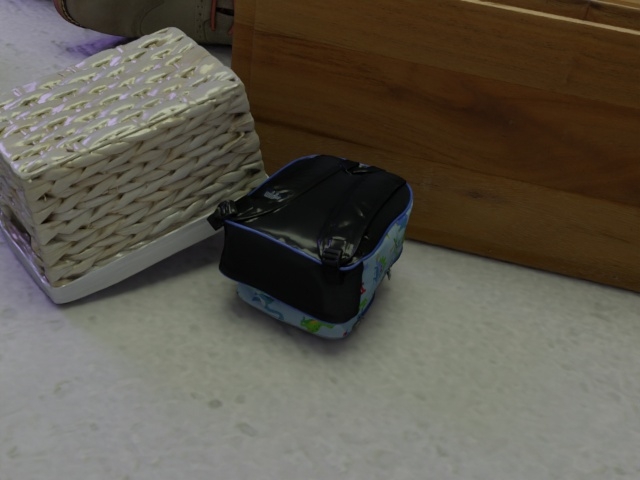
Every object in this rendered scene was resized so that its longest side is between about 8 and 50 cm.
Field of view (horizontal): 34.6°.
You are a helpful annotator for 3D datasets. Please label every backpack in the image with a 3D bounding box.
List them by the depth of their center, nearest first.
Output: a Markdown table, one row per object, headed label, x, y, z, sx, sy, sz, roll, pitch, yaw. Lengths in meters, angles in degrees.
| label | x | y | z | sx | sy | sz | roll | pitch | yaw |
| --- | --- | --- | --- | --- | --- | --- | --- | --- | --- |
| backpack | 0.000 | 0.000 | 0.660 | 0.105 | 0.084 | 0.114 | 22 | 41 | 20 |

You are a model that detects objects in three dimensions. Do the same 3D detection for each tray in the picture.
| label | x | y | z | sx | sy | sz | roll | pitch | yaw |
| --- | --- | --- | --- | --- | --- | --- | --- | --- | --- |
| tray | 0.142 | -0.085 | 0.710 | 0.411 | 0.202 | 0.076 | 13 | 34 | 8 |

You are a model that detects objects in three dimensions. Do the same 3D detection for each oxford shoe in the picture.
| label | x | y | z | sx | sy | sz | roll | pitch | yaw |
| --- | --- | --- | --- | --- | --- | --- | --- | --- | --- |
| oxford shoe | -0.075 | -0.241 | 0.985 | 0.348 | 0.123 | 0.130 | -14 | 44 | -27 |

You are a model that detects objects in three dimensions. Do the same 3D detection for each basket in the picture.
| label | x | y | z | sx | sy | sz | roll | pitch | yaw |
| --- | --- | --- | --- | --- | --- | --- | --- | --- | --- |
| basket | -0.130 | -0.056 | 0.671 | 0.167 | 0.103 | 0.113 | -27 | 45 | -23 |
